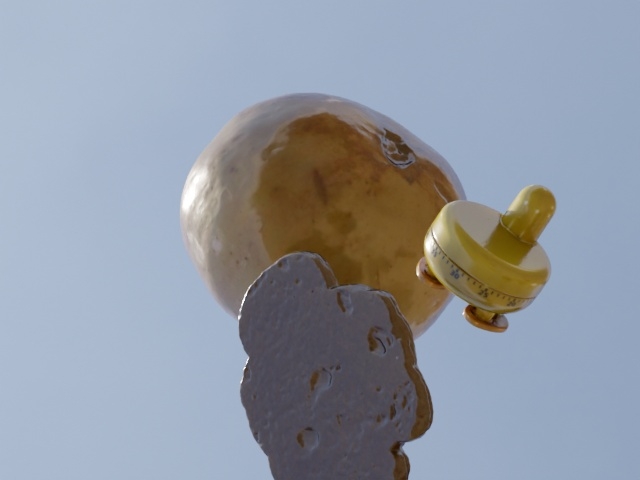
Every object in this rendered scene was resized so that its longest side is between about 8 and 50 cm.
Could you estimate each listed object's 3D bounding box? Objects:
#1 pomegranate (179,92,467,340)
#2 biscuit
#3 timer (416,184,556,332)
[{"bbox_3d":[0.000,0.000,1.731,0.338,0.338,0.338,7,-100,-42],"label":"pomegranate"},{"bbox_3d":[0.016,0.144,1.453,0.041,0.208,0.290,8,-130,-52],"label":"biscuit"},{"bbox_3d":[0.141,0.005,1.207,0.107,0.109,0.107,25,-154,-13],"label":"timer"}]
